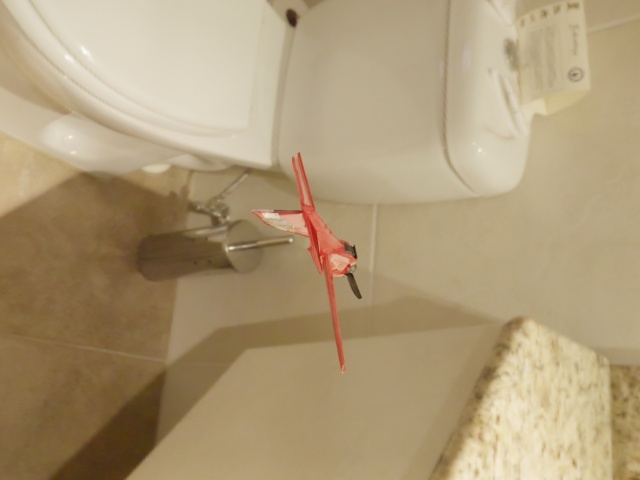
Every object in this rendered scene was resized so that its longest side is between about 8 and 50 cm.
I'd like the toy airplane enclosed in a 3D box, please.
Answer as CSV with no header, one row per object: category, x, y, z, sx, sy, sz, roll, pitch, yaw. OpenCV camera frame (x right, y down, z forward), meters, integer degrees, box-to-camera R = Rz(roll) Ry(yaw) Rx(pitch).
toy airplane,0.000,0.000,0.397,0.151,0.028,0.151,-17,90,-77
